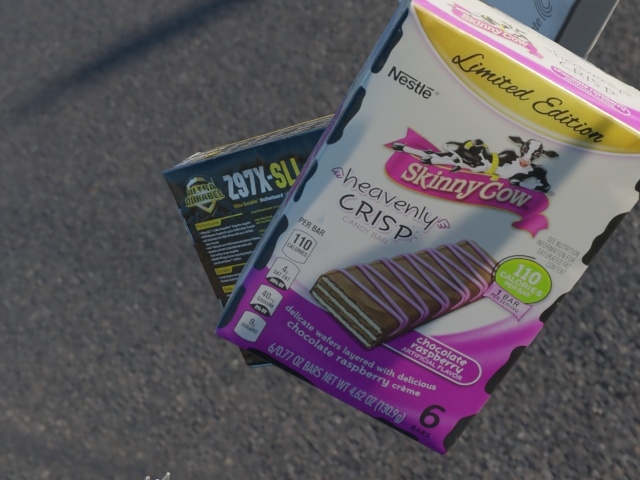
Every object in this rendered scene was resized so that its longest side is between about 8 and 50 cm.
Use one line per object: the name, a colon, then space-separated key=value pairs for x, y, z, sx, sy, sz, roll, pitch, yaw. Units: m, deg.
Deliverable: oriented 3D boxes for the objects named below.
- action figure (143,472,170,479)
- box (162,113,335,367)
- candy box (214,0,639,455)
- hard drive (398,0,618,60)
action figure: x=-0.078 y=0.305 z=1.182 sx=0.099 sy=0.185 sz=0.285 roll=-40 pitch=59 yaw=-22
box: x=0.000 y=0.000 z=1.472 sx=0.322 sy=0.257 sz=0.079 roll=-12 pitch=14 yaw=42
candy box: x=0.064 y=-0.010 z=0.754 sx=0.233 sy=0.159 sz=0.071 roll=-59 pitch=6 yaw=27
hard drive: x=0.093 y=-0.263 z=1.034 sx=0.047 sy=0.233 sz=0.353 roll=-21 pitch=69 yaw=-18
